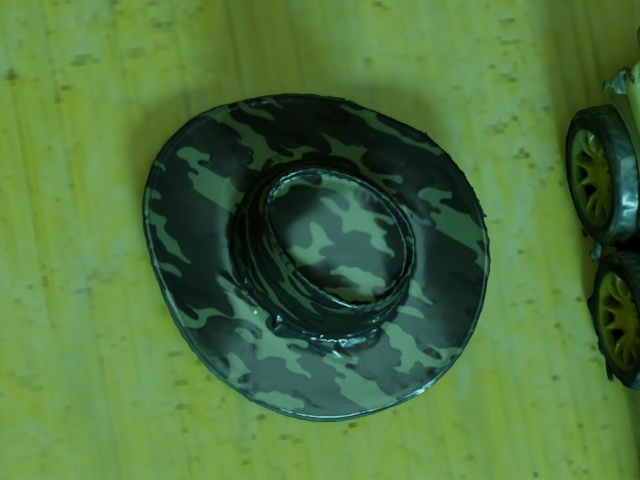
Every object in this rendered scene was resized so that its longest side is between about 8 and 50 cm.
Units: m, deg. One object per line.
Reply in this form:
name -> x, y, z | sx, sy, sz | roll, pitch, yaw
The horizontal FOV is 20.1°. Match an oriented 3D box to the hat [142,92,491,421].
hat -> 0.000, 0.000, 0.587 | 0.121, 0.050, 0.121 | 2, 80, -9

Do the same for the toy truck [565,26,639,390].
toy truck -> 0.173, 0.047, 0.560 | 0.124, 0.157, 0.272 | -9, 82, -13
